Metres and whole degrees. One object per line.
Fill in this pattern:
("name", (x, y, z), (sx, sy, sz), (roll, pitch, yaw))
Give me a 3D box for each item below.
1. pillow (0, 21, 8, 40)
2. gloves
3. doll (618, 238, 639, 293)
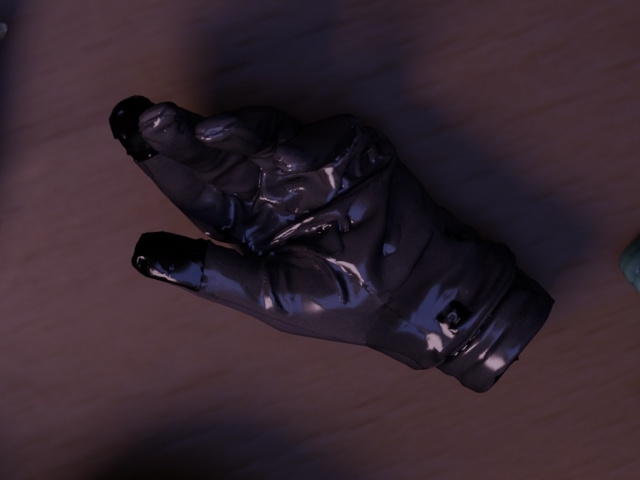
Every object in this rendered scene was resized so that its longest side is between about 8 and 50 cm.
("pillow", (-0.273, -0.015, 1.041), (0.144, 0.078, 0.254), (12, 105, -5))
("gloves", (0.001, 0.001, 1.039), (0.285, 0.119, 0.142), (34, 90, -24))
("doll", (0.252, 0.042, 1.084), (0.158, 0.059, 0.159), (15, 105, -6))
